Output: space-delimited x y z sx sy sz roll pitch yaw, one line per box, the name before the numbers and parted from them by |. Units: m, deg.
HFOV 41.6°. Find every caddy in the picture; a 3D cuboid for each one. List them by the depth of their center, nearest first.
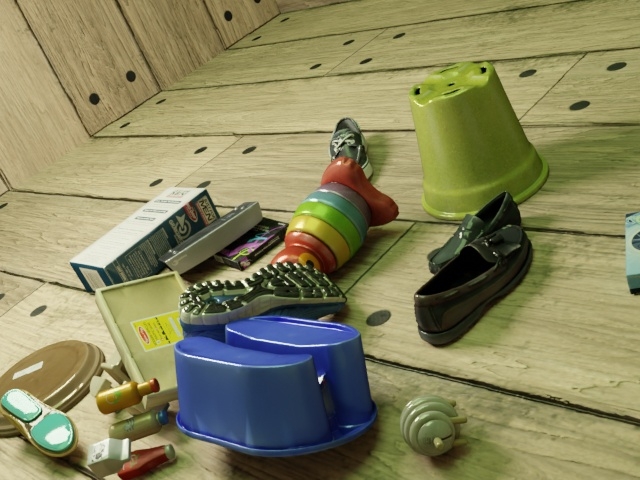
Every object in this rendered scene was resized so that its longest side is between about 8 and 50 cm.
caddy | -0.075 0.235 1.300 0.341 0.179 0.241 2 14 42

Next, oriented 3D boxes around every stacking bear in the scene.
stacking bear | 0.000 0.000 1.702 0.289 0.175 0.164 -53 15 -30

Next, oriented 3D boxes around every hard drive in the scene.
hard drive | -0.256 -0.006 1.982 0.255 0.054 0.172 -34 11 -13

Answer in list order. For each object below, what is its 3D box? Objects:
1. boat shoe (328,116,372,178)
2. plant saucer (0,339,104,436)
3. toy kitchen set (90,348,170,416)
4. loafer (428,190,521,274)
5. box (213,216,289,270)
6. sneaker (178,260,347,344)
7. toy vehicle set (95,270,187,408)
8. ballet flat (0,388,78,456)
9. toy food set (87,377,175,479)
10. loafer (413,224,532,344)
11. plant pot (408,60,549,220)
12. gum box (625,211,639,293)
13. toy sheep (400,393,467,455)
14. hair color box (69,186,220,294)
boat shoe | 0.068 -0.229 2.122 0.108 0.102 0.301 -16 27 15
plant saucer | -0.584 0.297 1.756 0.278 0.041 0.278 -20 26 10
toy kitchen set | -0.308 0.239 1.590 0.166 0.122 0.207 2 57 42
loafer | 0.282 -0.013 1.569 0.223 0.078 0.076 -35 28 -22
box | -0.157 0.005 1.956 0.162 0.029 0.116 -37 29 -26
sneaker | -0.104 0.137 1.532 0.330 0.147 0.130 -9 35 -27
toy vehicle set | -0.291 0.174 1.547 0.166 0.035 0.267 -12 48 -29
ballet flat | -0.510 0.347 1.560 0.080 0.073 0.232 -37 43 -29
toy food set | -0.295 0.338 1.346 0.105 0.111 0.232 -21 38 6
loafer | 0.265 0.053 1.441 0.109 0.095 0.302 7 40 46
plant pot | 0.304 -0.220 1.740 0.276 0.254 0.276 -19 27 10
gum box | 0.569 0.006 1.337 0.157 0.041 0.184 -11 28 26
toy sheep | 0.154 0.257 1.167 0.091 0.091 0.132 -25 8 -2
hair color box | -0.433 0.000 2.108 0.174 0.105 0.347 6 40 46
